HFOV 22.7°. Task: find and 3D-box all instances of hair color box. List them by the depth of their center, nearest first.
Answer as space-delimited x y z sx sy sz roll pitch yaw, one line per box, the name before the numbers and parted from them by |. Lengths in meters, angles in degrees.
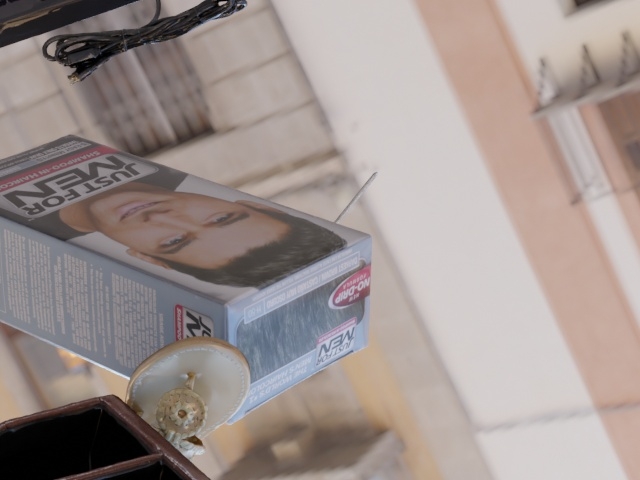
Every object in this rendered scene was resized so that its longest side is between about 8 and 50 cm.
hair color box | -0.157 0.021 1.398 0.374 0.114 0.185 20 -150 35

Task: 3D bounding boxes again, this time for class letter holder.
letter holder | -0.213 0.286 1.091 0.152 0.302 0.214 36 -151 33

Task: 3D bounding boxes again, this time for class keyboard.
keyboard | -0.146 -0.233 1.354 0.317 0.033 0.201 -20 -130 2

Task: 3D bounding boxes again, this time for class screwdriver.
screwdriver | 0.000 0.000 1.524 0.170 0.024 0.025 -52 166 15

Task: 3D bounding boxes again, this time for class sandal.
sandal | -0.127 0.162 1.207 0.240 0.088 0.079 -41 -146 45
